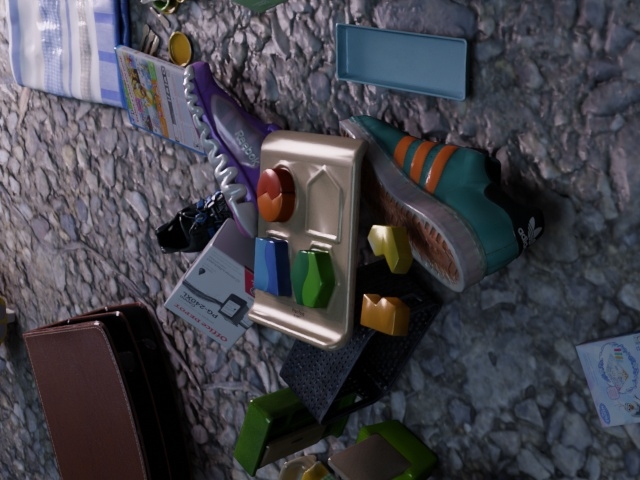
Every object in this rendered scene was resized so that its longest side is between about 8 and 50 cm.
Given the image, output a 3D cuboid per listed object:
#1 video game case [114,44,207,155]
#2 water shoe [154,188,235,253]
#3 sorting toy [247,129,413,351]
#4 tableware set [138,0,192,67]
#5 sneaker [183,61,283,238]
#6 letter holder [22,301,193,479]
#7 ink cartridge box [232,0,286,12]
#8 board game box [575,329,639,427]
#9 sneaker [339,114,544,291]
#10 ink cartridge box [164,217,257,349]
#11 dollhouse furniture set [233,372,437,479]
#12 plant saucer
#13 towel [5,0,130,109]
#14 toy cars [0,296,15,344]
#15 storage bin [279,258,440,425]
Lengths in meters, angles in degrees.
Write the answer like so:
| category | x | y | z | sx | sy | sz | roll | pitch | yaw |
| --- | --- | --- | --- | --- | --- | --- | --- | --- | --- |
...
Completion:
| category | x | y | z | sx | sy | sz | roll | pitch | yaw |
| --- | --- | --- | --- | --- | --- | --- | --- | --- | --- |
| video game case | -0.212 | -0.189 | 1.718 | 0.166 | 0.015 | 0.119 | 24 | 135 | 39 |
| water shoe | -0.140 | -0.023 | 1.668 | 0.203 | 0.080 | 0.073 | -30 | 81 | 47 |
| sorting toy | 0.000 | 0.000 | 1.389 | 0.307 | 0.041 | 0.229 | 14 | 99 | 58 |
| tableware set | -0.204 | -0.279 | 1.695 | 0.104 | 0.024 | 0.154 | 48 | 132 | 25 |
| sneaker | -0.094 | -0.123 | 1.582 | 0.095 | 0.104 | 0.236 | 73 | 172 | -74 |
| letter holder | -0.278 | 0.251 | 1.854 | 0.214 | 0.152 | 0.302 | -11 | 95 | 46 |
| ink cartridge box | -0.031 | -0.397 | 1.455 | 0.171 | 0.056 | 0.235 | -14 | 68 | 47 |
| board game box | 0.311 | 0.139 | 1.291 | 0.090 | 0.020 | 0.090 | -19 | 89 | 47 |
| sneaker | 0.125 | -0.057 | 1.375 | 0.302 | 0.121 | 0.108 | 50 | 158 | 48 |
| ink cartridge box | -0.118 | 0.059 | 1.653 | 0.109 | 0.063 | 0.150 | 35 | 133 | -7 |
| dollhouse furniture set | -0.006 | 0.346 | 1.594 | 0.197 | 0.151 | 0.301 | 40 | 129 | 31 |
| plant saucer | 0.091 | -0.200 | 1.415 | 0.192 | 0.018 | 0.067 | 16 | 114 | 42 |
| towel | -0.372 | -0.307 | 1.856 | 0.285 | 0.034 | 0.209 | 17 | 115 | 42 |
| toy cars | -0.616 | 0.042 | 2.194 | 0.176 | 0.087 | 0.394 | -42 | 68 | 40 |
| storage bin | 0.044 | 0.117 | 1.489 | 0.084 | 0.122 | 0.180 | 47 | 132 | 25 |
